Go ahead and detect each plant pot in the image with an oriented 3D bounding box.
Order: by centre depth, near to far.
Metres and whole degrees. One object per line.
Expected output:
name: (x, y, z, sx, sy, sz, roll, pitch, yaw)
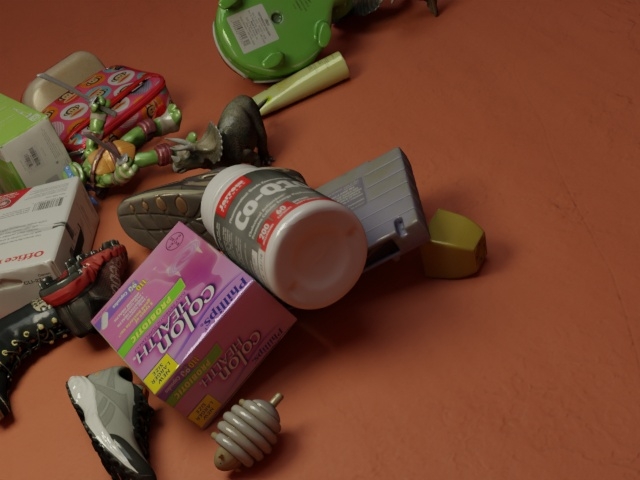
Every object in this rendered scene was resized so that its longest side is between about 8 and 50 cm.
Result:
plant pot: (0.211, 0.011, 1.550, 0.083, 0.081, 0.081, 11, 46, 29)

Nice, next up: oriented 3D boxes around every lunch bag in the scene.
lunch bag: (-0.468, -0.261, 2.204, 0.258, 0.120, 0.293, 20, 53, 37)

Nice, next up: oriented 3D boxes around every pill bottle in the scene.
pill bottle: (-0.066, -0.018, 1.502, 0.161, 0.161, 0.283, -32, 31, -17)

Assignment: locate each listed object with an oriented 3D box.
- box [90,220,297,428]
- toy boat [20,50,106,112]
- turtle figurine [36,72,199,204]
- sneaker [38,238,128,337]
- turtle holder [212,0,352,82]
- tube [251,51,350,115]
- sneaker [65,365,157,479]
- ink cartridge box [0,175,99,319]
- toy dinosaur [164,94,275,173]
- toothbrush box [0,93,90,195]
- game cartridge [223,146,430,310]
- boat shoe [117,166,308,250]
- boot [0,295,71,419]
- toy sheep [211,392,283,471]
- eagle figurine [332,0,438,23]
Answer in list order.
box: (-0.196, 0.121, 1.508, 0.213, 0.117, 0.243, -49, 42, -6)
toy boat: (-0.604, -0.336, 2.367, 0.231, 0.151, 0.151, -42, 11, -29)
turtle figurine: (-0.382, -0.208, 1.977, 0.266, 0.274, 0.198, -20, 28, -29)
sneaker: (-0.386, 0.086, 1.721, 0.098, 0.135, 0.276, -26, 11, 12)
turtle holder: (-0.095, -0.490, 2.209, 0.320, 0.243, 0.227, -57, 7, -13)
tube: (-0.055, -0.327, 2.138, 0.240, 0.070, 0.062, -26, 81, 0)
sneaker: (-0.285, 0.262, 1.438, 0.108, 0.100, 0.271, -25, 35, -16)
ink cartridge box: (-0.543, 0.017, 1.865, 0.197, 0.114, 0.273, -13, 35, 8)
toy dinosaur: (-0.153, -0.209, 1.938, 0.121, 0.160, 0.313, 7, 45, 32)
toothbrush box: (-0.635, -0.178, 2.089, 0.122, 0.206, 0.283, -38, 40, -23)
game cartridge: (0.000, 0.000, 1.620, 0.355, 0.068, 0.230, -28, 29, 15)
boat shoe: (-0.187, -0.060, 1.810, 0.355, 0.132, 0.130, -3, 28, 9)
boot: (-0.500, 0.182, 1.655, 0.179, 0.085, 0.236, -28, 36, -15)
toy sheep: (-0.098, 0.259, 1.363, 0.091, 0.091, 0.132, 24, 73, 44)
eagle figurine: (0.144, -0.607, 2.310, 0.298, 0.225, 0.226, 18, 59, 27)
